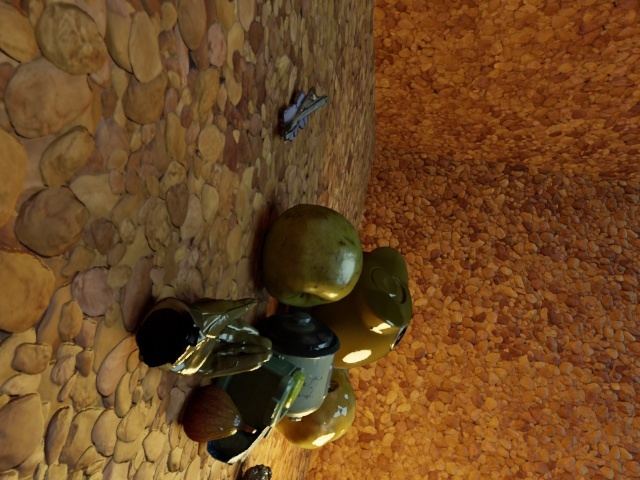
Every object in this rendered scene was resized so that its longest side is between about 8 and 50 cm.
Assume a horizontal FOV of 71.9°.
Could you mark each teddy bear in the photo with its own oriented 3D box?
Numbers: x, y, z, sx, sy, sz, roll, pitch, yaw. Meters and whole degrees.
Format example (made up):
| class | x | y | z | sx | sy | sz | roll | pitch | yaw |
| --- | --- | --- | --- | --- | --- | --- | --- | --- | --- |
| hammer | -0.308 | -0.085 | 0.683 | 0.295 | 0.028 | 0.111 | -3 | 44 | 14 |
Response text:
| class | x | y | z | sx | sy | sz | roll | pitch | yaw |
| --- | --- | --- | --- | --- | --- | --- | --- | --- | --- |
| teddy bear | -0.209 | 0.863 | 1.496 | 0.182 | 0.129 | 0.252 | -67 | 164 | -57 |

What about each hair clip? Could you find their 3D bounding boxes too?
| class | x | y | z | sx | sy | sz | roll | pitch | yaw |
| --- | --- | --- | --- | --- | --- | --- | --- | --- | --- |
| hair clip | -0.058 | -0.371 | 1.301 | 0.292 | 0.084 | 0.106 | -62 | 164 | -45 |

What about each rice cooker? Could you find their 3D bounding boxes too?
| class | x | y | z | sx | sy | sz | roll | pitch | yaw |
| --- | --- | --- | --- | --- | --- | --- | --- | --- | --- |
| rice cooker | -0.084 | 0.360 | 1.348 | 0.316 | 0.263 | 0.317 | 13 | 90 | -85 |

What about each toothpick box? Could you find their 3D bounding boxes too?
| class | x | y | z | sx | sy | sz | roll | pitch | yaw |
| --- | --- | --- | --- | --- | --- | --- | --- | --- | --- |
| toothpick box | 0.123 | 0.248 | 1.605 | 0.425 | 0.408 | 0.409 | -41 | -161 | 41 |

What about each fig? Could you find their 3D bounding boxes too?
| class | x | y | z | sx | sy | sz | roll | pitch | yaw |
| --- | --- | --- | --- | --- | --- | --- | --- | --- | --- |
| fig | -0.229 | 0.385 | 0.953 | 0.119 | 0.152 | 0.119 | -12 | 106 | -47 |

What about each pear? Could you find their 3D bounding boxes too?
| class | x | y | z | sx | sy | sz | roll | pitch | yaw |
| --- | --- | --- | --- | --- | --- | --- | --- | --- | --- |
| pear | -0.031 | 0.039 | 1.289 | 0.304 | 0.303 | 0.305 | 10 | 90 | -79 |

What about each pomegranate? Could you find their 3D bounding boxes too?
| class | x | y | z | sx | sy | sz | roll | pitch | yaw |
| --- | --- | --- | --- | --- | --- | --- | --- | --- | --- |
| pomegranate | -0.029 | 0.622 | 1.694 | 0.332 | 0.331 | 0.333 | 10 | 90 | -79 |

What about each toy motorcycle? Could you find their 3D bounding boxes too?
| class | x | y | z | sx | sy | sz | roll | pitch | yaw |
| --- | --- | --- | --- | --- | --- | --- | --- | --- | --- |
| toy motorcycle | -0.193 | 0.442 | 1.116 | 0.327 | 0.191 | 0.200 | -67 | 167 | 8 |

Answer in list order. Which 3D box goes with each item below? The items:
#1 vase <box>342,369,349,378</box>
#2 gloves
| class | x | y | z | sx | sy | sz | roll | pitch | yaw |
| --- | --- | --- | --- | --- | --- | --- | --- | --- | --- |
| vase | -0.019 | 0.731 | 2.230 | 0.330 | 0.240 | 0.302 | -56 | 162 | 15 |
| gloves | -0.210 | 0.183 | 0.847 | 0.331 | 0.141 | 0.155 | 36 | 38 | -67 |
